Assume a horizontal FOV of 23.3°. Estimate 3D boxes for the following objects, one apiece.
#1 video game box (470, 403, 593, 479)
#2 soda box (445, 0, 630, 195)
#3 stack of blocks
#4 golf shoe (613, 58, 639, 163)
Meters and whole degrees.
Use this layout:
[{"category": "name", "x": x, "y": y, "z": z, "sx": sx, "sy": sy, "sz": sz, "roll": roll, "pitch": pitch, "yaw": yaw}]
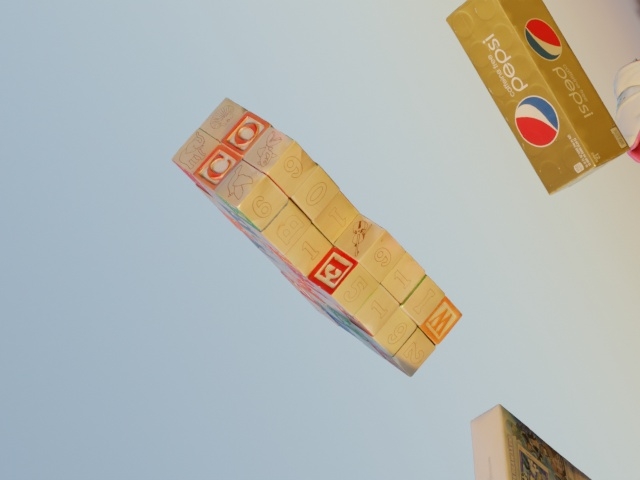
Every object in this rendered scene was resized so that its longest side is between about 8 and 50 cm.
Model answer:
[{"category": "video game box", "x": 0.228, "y": 0.292, "z": 1.552, "sx": 0.187, "sy": 0.048, "sz": 0.205, "roll": 42, "pitch": -151, "yaw": -28}, {"category": "soda box", "x": 0.186, "y": -0.135, "z": 1.332, "sx": 0.058, "sy": 0.061, "sz": 0.181, "roll": -24, "pitch": -98, "yaw": -42}, {"category": "stack of blocks", "x": 0.000, "y": 0.000, "z": 1.572, "sx": 0.171, "sy": 0.087, "sz": 0.297, "roll": 34, "pitch": 170, "yaw": 47}, {"category": "golf shoe", "x": 0.511, "y": -0.170, "z": 1.932, "sx": 0.115, "sy": 0.306, "sz": 0.140, "roll": 43, "pitch": -132, "yaw": -43}]
